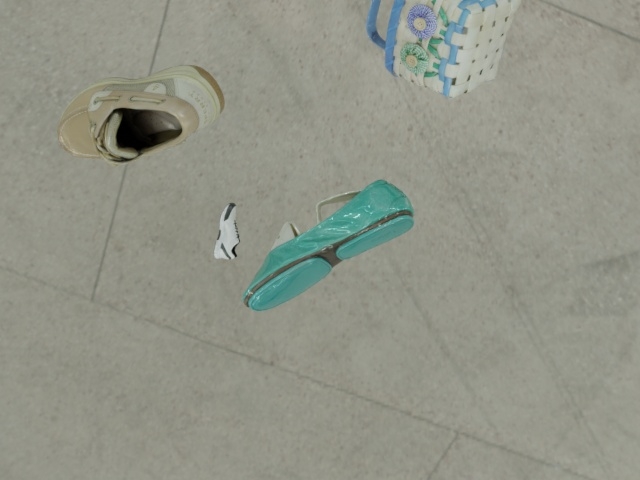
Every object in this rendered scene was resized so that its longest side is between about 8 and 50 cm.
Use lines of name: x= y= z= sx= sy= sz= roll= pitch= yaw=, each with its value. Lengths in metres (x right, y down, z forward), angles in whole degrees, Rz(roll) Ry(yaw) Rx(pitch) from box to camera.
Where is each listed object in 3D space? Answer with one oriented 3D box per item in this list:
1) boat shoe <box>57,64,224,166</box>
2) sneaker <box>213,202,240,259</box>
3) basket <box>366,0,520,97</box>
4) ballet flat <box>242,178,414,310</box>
boat shoe: x=-0.267 y=-0.155 z=1.000 sx=0.302 sy=0.098 sz=0.109 roll=-5 pitch=127 yaw=35
sneaker: x=-0.166 y=-0.016 z=1.376 sx=0.044 sy=0.040 sz=0.109 roll=12 pitch=100 yaw=13
basket: x=0.194 y=-0.414 z=1.318 sx=0.201 sy=0.289 sz=0.254 roll=-24 pitch=143 yaw=-25
ballet flat: x=0.000 y=0.000 z=0.951 sx=0.247 sy=0.087 sz=0.083 roll=-30 pitch=151 yaw=7
